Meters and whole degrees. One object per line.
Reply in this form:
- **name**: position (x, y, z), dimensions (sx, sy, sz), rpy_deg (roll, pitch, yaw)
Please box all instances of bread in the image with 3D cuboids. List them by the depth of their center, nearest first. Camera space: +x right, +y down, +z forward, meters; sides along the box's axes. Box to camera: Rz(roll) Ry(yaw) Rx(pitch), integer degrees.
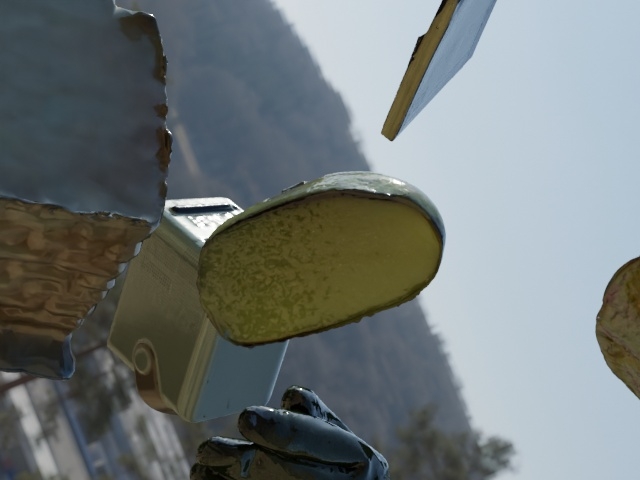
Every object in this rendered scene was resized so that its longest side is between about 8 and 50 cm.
- **bread**: position (0.392, 0.085, 1.516), dimensions (0.158, 0.156, 0.261), rpy_deg (42, -53, 27)

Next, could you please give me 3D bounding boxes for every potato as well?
- **potato**: position (0.000, 0.000, 1.510), dimensions (0.160, 0.271, 0.111), rpy_deg (61, 21, -26)

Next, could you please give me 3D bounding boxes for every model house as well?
- **model house**: position (-0.377, -0.111, 1.232), dimensions (0.400, 0.395, 0.445), rpy_deg (127, -36, -48)

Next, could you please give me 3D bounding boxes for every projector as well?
- **projector**: position (-0.137, 0.089, 1.712), dimensions (0.177, 0.163, 0.243), rpy_deg (37, -59, 37)

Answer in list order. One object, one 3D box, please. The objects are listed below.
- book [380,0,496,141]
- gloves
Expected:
- **book**: position (0.128, -0.202, 1.357), dimensions (0.231, 0.026, 0.157), rpy_deg (-48, 167, -54)
- **gloves**: position (0.003, 0.194, 1.053), dimensions (0.268, 0.107, 0.135), rpy_deg (49, 38, -48)
